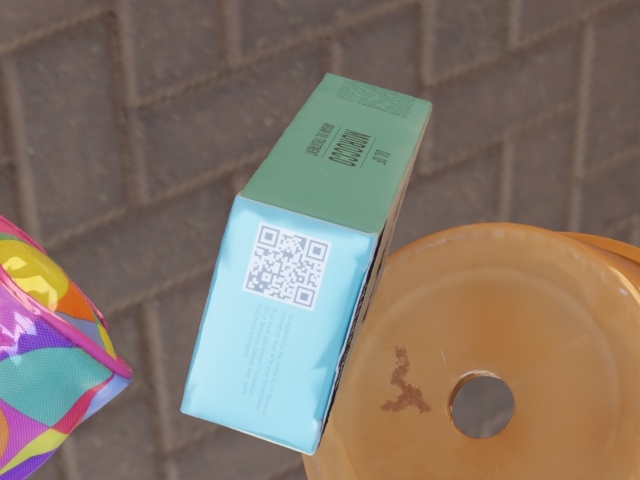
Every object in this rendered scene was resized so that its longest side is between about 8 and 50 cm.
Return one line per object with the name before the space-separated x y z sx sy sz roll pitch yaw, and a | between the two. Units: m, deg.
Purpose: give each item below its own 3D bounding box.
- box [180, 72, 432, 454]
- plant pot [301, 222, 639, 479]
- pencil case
box | 0.000 0.000 0.829 0.244 0.060 0.100 -62 169 -72
plant pot | 0.114 0.116 1.016 0.291 0.291 0.203 -48 154 -1
pencil case | -0.182 0.095 0.706 0.236 0.104 0.104 -44 145 5
